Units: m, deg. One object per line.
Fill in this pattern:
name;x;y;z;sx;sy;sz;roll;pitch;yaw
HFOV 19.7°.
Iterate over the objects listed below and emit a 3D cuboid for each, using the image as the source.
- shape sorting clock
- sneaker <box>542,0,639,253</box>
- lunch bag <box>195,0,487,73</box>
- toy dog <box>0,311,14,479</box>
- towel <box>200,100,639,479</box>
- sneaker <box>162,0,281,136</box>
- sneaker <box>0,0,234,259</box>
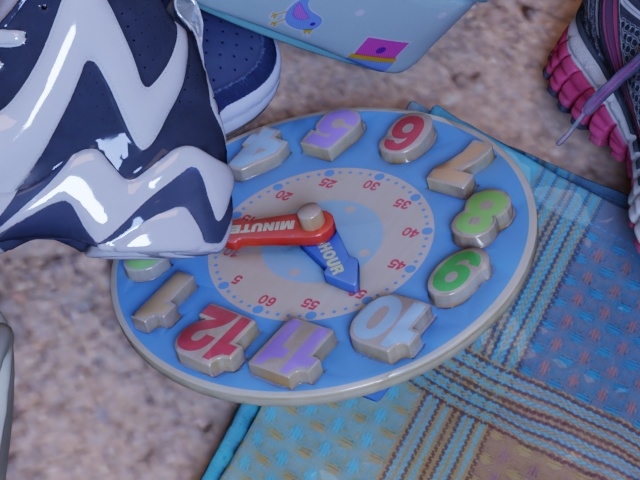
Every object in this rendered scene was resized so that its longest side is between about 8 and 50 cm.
shape sorting clock;0.000;0.000;0.873;0.206;0.040;0.206;-10;43;9
sneaker;0.203;-0.058;0.911;0.121;0.112;0.299;1;38;-27
lunch bag;-0.017;-0.233;1.001;0.224;0.108;0.279;15;46;-41
toy dog;-0.316;0.090;0.631;0.408;0.284;0.395;6;40;-9
towel;0.095;0.109;0.855;0.271;0.040;0.370;25;52;7
sneaker;-0.149;-0.122;0.900;0.282;0.153;0.099;1;54;-12
sneaker;-0.152;-0.071;0.806;0.235;0.094;0.153;1;84;-14
